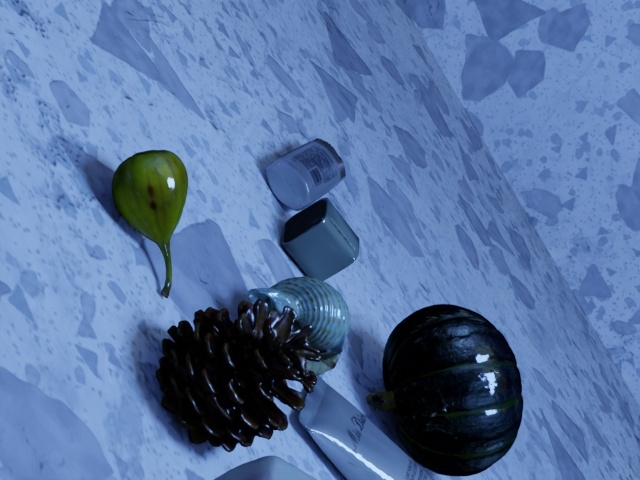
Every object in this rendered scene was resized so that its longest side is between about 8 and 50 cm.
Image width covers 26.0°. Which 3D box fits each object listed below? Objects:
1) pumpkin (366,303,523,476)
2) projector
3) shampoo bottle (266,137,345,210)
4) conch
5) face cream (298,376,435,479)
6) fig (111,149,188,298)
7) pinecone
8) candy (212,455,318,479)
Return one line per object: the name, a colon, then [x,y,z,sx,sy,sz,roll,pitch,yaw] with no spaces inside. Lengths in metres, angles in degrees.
pumpkin: [0.171,0.212,1.964,0.250,0.216,0.250,173,-90,-87]
projector: [0.000,0.000,2.005,0.082,0.083,0.083,51,20,-22]
shampoo bottle: [-0.020,-0.106,2.158,0.086,0.056,0.227,56,19,-3]
conch: [-0.033,0.112,1.729,0.153,0.102,0.135,4,63,-28]
face cream: [0.087,0.310,1.783,0.314,0.089,0.143,45,20,-7]
fig: [-0.202,-0.024,1.600,0.093,0.093,0.166,-7,106,-69]
pinecone: [-0.078,0.137,1.481,0.163,0.165,0.163,51,24,-32]
candy: [0.014,0.380,1.377,0.359,0.145,0.208,39,29,-44]
